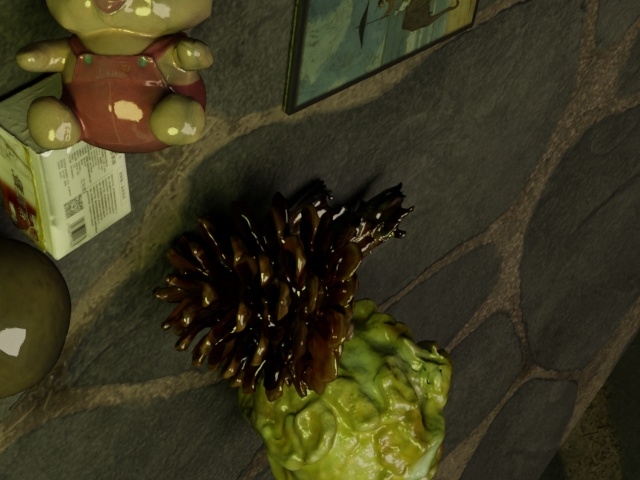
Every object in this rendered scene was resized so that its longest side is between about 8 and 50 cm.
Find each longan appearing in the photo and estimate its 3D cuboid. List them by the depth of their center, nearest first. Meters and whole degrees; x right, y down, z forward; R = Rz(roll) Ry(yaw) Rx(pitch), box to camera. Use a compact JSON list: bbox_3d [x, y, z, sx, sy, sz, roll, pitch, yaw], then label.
[{"bbox_3d":[-0.332,0.078,1.396,0.167,0.167,0.187,-57,177,10],"label":"longan"}]

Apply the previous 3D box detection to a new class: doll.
[{"bbox_3d":[-0.178,-0.207,1.239,0.196,0.152,0.256,0,92,-23],"label":"doll"}]

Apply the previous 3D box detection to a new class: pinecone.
[{"bbox_3d":[-0.072,0.064,1.659,0.264,0.264,0.264,-35,147,-27],"label":"pinecone"}]

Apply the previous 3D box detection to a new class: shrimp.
[{"bbox_3d":[-0.005,-0.005,1.858,0.289,0.075,0.178,-34,147,-3],"label":"shrimp"}]

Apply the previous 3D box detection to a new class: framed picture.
[{"bbox_3d":[0.094,-0.316,1.688,0.347,0.016,0.265,-28,144,-34],"label":"framed picture"}]

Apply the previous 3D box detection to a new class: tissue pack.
[{"bbox_3d":[-0.259,-0.077,1.373,0.106,0.099,0.149,-37,148,-31],"label":"tissue pack"}]

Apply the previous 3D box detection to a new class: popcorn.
[{"bbox_3d":[0.032,0.228,1.939,0.312,0.312,0.312,-35,147,-27],"label":"popcorn"}]
